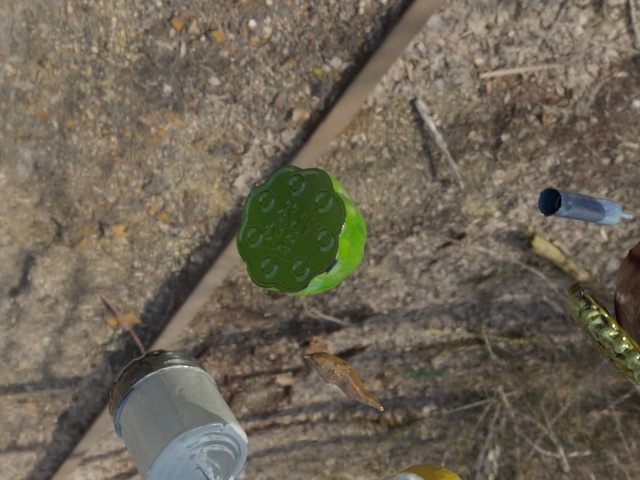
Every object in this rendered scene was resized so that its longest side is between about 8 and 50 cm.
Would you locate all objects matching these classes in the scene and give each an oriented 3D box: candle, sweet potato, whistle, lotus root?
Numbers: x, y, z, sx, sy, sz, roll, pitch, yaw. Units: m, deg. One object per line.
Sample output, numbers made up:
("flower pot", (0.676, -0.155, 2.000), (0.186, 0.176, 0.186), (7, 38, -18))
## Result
("candle", (-0.271, 0.383, 1.434), (0.221, 0.342, 0.222), (-18, 129, -24))
("sweet potato", (0.058, 0.320, 1.710), (0.226, 0.068, 0.068), (36, 133, -1))
("whistle", (0.586, -0.069, 1.607), (0.304, 0.062, 0.062), (5, 143, -41))
("lotus root", (0.000, 0.000, 1.040), (0.186, 0.186, 0.186), (-9, 145, -6))

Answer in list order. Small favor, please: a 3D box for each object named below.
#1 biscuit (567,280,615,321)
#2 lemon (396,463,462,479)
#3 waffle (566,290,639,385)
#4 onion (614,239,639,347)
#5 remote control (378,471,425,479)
("biscuit", (0.582, 0.167, 1.539), (0.039, 0.180, 0.236), (-30, 175, 7))
("lemon", (0.265, 0.665, 1.750), (0.228, 0.254, 0.229), (-15, 133, -17))
("waffle", (0.488, 0.170, 1.219), (0.054, 0.208, 0.214), (-40, 159, 9))
("onion", (0.740, 0.032, 1.345), (0.397, 0.398, 0.421), (-9, 107, -5))
("remote control", (0.120, 0.442, 1.226), (0.055, 0.109, 0.313), (-39, 173, -28))
